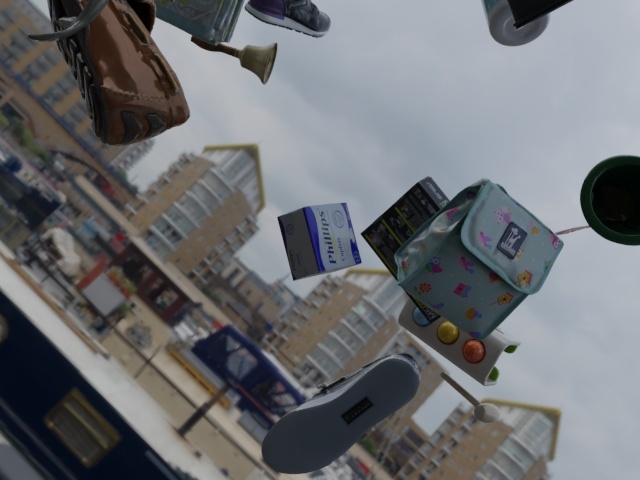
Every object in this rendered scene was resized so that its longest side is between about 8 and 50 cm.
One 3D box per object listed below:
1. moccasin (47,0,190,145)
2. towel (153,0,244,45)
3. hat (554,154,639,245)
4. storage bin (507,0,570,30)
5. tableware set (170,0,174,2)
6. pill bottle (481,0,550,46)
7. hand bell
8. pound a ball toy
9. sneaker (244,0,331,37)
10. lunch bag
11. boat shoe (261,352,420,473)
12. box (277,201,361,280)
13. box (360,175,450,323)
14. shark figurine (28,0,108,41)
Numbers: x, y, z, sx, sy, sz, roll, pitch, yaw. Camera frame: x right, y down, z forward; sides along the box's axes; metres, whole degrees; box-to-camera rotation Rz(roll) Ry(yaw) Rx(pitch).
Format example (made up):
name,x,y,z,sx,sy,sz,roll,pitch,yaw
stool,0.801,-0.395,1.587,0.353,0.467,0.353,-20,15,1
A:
name,x,y,z,sx,sy,sz,roll,pitch,yaw
moccasin,-0.277,-0.295,0.990,0.380,0.147,0.139,59,-29,31
towel,-0.322,-0.657,1.668,0.375,0.320,0.090,26,13,6
hat,0.567,-0.065,1.451,0.209,0.173,0.183,9,-7,4
storage bin,0.430,-0.486,1.437,0.135,0.098,0.091,-21,-81,40
tableware set,-0.203,-0.513,1.298,0.039,0.194,0.128,45,-18,-13
pill bottle,0.465,-0.616,1.806,0.146,0.146,0.264,58,22,-54
hand bell,-0.256,-0.544,2.107,0.242,0.126,0.126,18,-12,1
pound a ball toy,0.328,0.271,1.785,0.319,0.208,0.136,36,13,34
sneaker,-0.053,-0.597,1.847,0.107,0.124,0.283,45,29,27
lunch bag,0.308,0.030,1.420,0.223,0.262,0.160,36,24,-16
boat shoe,0.036,0.289,1.267,0.113,0.306,0.105,50,7,2
box,0.000,0.000,1.385,0.072,0.137,0.126,-17,-94,39
box,0.247,0.024,1.656,0.270,0.060,0.216,52,-49,8
shark figurine,-0.247,-0.337,0.766,0.278,0.166,0.116,90,-9,-52
